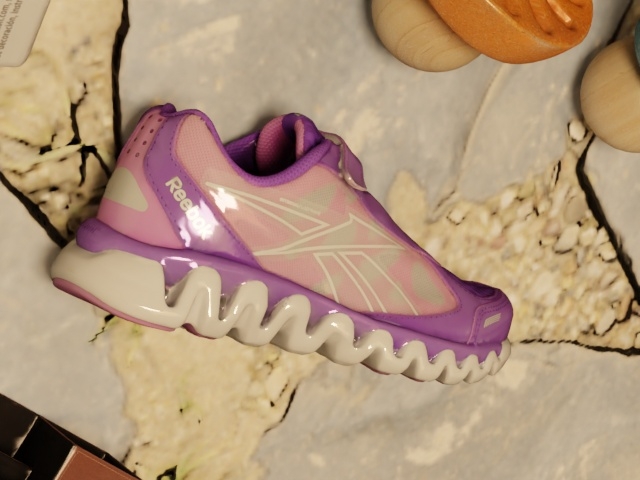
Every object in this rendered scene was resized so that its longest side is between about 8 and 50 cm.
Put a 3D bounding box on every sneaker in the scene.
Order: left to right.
[{"bbox_3d":[0.000,0.000,0.715,0.236,0.095,0.104,15,89,-34],"label":"sneaker"}]

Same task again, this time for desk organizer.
[{"bbox_3d":[-0.141,0.094,0.679,0.130,0.047,0.050,36,82,-35],"label":"desk organizer"}]

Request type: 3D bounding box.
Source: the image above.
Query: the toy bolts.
[{"bbox_3d":[0.141,-0.144,0.761,0.228,0.158,0.218,31,47,-26],"label":"toy bolts"}]

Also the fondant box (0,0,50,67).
[{"bbox_3d":[-0.216,-0.165,0.446,0.330,0.096,0.238,-3,143,-33],"label":"fondant box"}]
